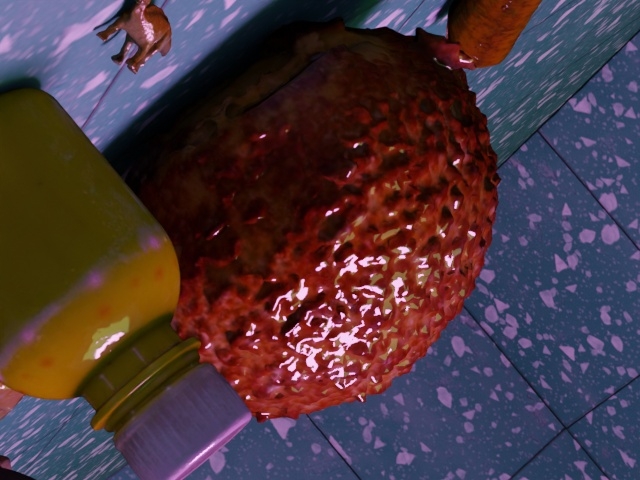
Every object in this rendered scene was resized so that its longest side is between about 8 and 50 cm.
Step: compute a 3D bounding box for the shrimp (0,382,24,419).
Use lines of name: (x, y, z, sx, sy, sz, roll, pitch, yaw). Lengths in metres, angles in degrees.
shrimp: (-0.297, 0.134, 1.476, 0.145, 0.061, 0.267, -27, 172, -26)

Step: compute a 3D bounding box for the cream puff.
cream puff: (0.000, -0.002, 1.355, 0.350, 0.228, 0.350, -42, 161, -18)

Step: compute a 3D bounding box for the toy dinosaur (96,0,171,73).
toy dinosaur: (-0.098, -0.109, 1.035, 0.041, 0.026, 0.113, -51, 169, -12)

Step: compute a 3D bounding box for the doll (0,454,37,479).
doll: (-0.308, 0.180, 1.258, 0.235, 0.174, 0.330, -23, 172, -17)

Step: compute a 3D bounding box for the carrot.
carrot: (0.172, -0.228, 1.636, 0.070, 0.070, 0.260, -37, 173, -27)

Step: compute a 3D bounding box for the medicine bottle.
medicine bottle: (-0.129, 0.033, 0.999, 0.122, 0.212, 0.122, -39, 174, -5)
